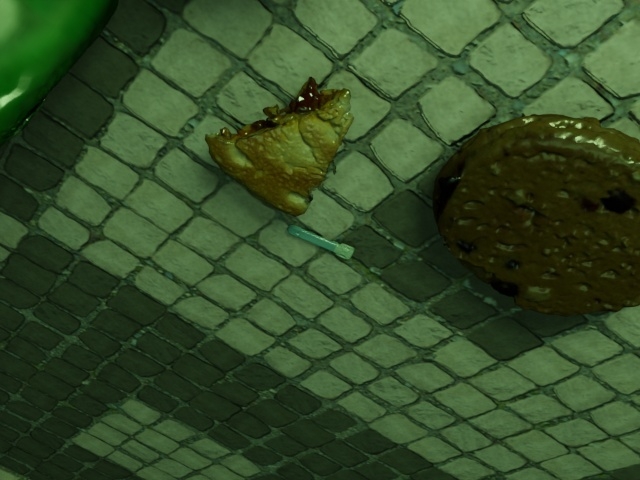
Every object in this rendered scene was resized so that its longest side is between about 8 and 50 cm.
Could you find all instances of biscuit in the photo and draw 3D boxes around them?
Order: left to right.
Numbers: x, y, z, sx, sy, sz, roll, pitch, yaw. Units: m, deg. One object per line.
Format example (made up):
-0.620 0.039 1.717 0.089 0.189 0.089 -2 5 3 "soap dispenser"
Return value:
0.270 -0.026 0.888 0.296 0.075 0.295 14 141 11 "biscuit"

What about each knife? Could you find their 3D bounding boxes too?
0.000 0.000 1.060 0.096 0.010 0.027 22 140 -2 "knife"

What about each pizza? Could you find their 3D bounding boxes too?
-0.030 -0.120 0.896 0.154 0.069 0.194 38 128 -22 "pizza"

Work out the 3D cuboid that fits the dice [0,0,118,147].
-0.393 -0.220 0.735 0.300 0.297 0.287 38 137 -24 "dice"
